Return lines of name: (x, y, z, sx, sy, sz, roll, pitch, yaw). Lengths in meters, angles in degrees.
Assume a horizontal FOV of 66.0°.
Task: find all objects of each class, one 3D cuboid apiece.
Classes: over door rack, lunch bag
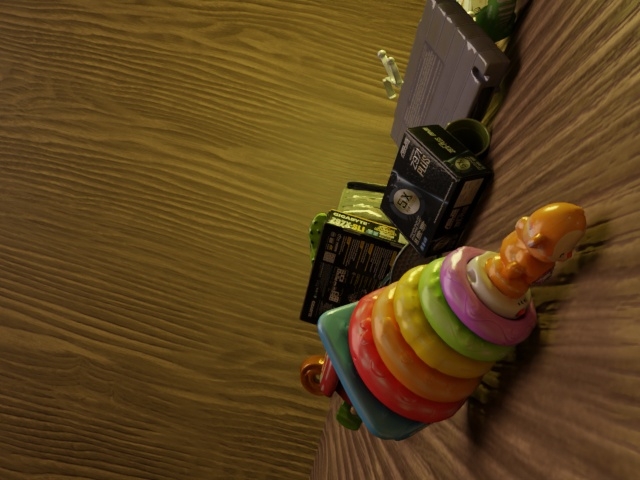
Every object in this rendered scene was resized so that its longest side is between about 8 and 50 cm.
over door rack: (0.266, -0.452, 1.209, 0.324, 0.239, 0.108, -65, -46, -78)
lunch bag: (0.167, -0.067, 1.377, 0.287, 0.235, 0.169, -71, -9, -58)

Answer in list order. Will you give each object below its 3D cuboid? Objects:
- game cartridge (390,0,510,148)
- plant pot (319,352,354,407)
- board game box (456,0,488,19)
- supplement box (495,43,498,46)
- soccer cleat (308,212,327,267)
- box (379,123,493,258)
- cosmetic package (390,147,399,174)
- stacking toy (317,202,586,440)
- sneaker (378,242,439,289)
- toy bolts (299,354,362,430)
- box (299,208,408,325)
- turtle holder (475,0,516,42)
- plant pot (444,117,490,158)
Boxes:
game cartridge: (0.241, -0.279, 1.000, 0.355, 0.068, 0.230, 99, 157, -55)
plant pot: (0.096, 0.223, 0.902, 0.191, 0.173, 0.191, 15, -90, -90)
board game box: (0.394, -0.635, 1.376, 0.305, 0.053, 0.193, -95, 8, -85)
supplement box: (0.337, -0.365, 1.031, 0.083, 0.043, 0.055, 103, -177, -47)
soccer cleat: (0.000, 0.000, 1.315, 0.072, 0.060, 0.179, -71, -13, -59)
box: (0.193, -0.086, 0.862, 0.147, 0.077, 0.180, 56, 146, 36)
cosmetic package: (0.331, -0.329, 1.766, 0.127, 0.107, 0.238, 108, -177, -57)
stacking toy: (0.147, 0.067, 0.497, 0.175, 0.166, 0.302, -11, -29, -38)
sneaker: (0.193, 0.071, 1.088, 0.163, 0.086, 0.226, -52, -15, -70)
toy bolts: (0.085, 0.302, 1.210, 0.229, 0.218, 0.158, -55, -2, 22)
box: (0.102, 0.105, 1.260, 0.079, 0.256, 0.322, -69, -6, -57)
turtle holder: (0.311, -0.562, 0.903, 0.243, 0.320, 0.227, -42, 1, 6)
plant pot: (0.262, -0.166, 0.903, 0.079, 0.083, 0.084, 69, -144, -65)
